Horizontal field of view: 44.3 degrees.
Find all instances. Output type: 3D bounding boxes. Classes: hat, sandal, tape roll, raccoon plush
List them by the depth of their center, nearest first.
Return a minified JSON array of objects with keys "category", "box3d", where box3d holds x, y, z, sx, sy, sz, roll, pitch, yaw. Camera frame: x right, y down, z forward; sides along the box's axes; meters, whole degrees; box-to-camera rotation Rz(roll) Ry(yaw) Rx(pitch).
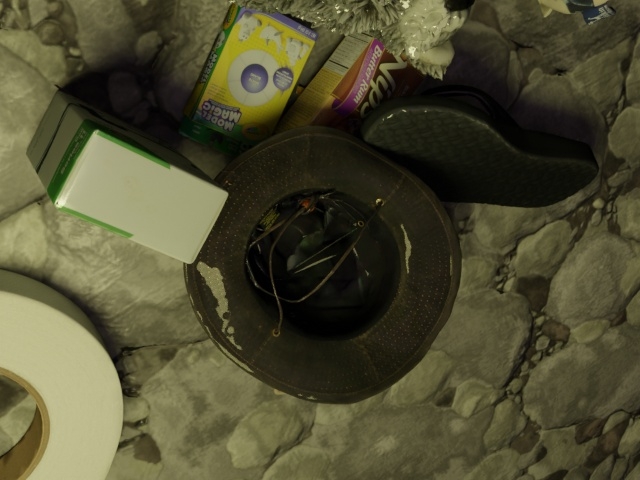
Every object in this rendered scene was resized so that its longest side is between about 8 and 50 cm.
[{"category":"raccoon plush","box3d":[-0.035,-0.305,0.849,0.299,0.446,0.216,41,58,-70]},{"category":"tape roll","box3d":[-0.431,0.217,0.926,0.392,0.072,0.392,-10,116,-22]},{"category":"hat","box3d":[-0.006,0.029,0.951,0.331,0.134,0.331,-1,93,-16]},{"category":"sandal","box3d":[0.205,-0.129,1.062,0.446,0.107,0.167,8,147,-43]}]

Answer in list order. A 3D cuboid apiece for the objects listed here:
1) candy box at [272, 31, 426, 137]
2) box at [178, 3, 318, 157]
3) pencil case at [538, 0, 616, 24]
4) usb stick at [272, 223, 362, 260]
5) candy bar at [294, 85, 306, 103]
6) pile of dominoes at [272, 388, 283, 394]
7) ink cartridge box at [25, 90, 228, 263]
[{"category":"candy box","box3d":[0.039,-0.172,0.983,0.186,0.053,0.109,-51,134,-1]},{"category":"box","box3d":[-0.088,-0.187,0.933,0.105,0.043,0.179,19,104,-31]},{"category":"pencil case","box3d":[0.217,-0.416,0.911,0.410,0.160,0.183,24,125,-33]},{"category":"usb stick","box3d":[0.000,0.000,1.052,0.278,0.045,0.077,3,82,-28]},{"category":"candy bar","box3d":[-0.039,-0.116,1.003,0.040,0.018,0.161,14,106,-33]},{"category":"pile of dominoes","box3d":[0.034,0.123,1.152,0.251,0.040,0.196,2,109,-36]},{"category":"ink cartridge box","box3d":[-0.209,-0.072,0.825,0.153,0.208,0.087,25,96,-34]}]
